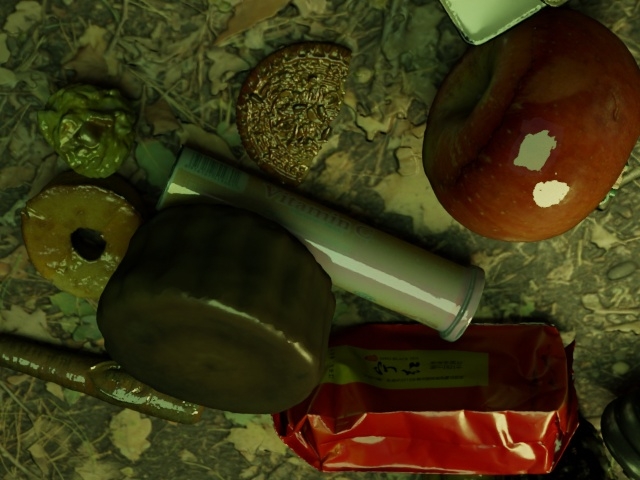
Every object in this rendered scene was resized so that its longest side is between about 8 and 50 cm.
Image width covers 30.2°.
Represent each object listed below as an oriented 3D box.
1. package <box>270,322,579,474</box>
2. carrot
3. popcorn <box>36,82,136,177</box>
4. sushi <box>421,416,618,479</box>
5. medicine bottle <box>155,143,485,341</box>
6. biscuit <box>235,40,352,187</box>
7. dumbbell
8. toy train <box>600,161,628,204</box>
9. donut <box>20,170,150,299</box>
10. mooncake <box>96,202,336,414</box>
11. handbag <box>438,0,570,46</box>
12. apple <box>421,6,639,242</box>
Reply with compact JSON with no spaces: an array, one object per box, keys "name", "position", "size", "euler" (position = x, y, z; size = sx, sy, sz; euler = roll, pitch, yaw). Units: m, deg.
[{"name":"package","position":[0.134,0.208,1.600],"size":[0.424,0.196,0.123],"euler":[-1,124,7]},{"name":"carrot","position":[-0.331,0.194,1.709],"size":[0.343,0.070,0.070],"euler":[17,122,-4]},{"name":"popcorn","position":[-0.282,-0.139,1.468],"size":[0.106,0.116,0.120],"euler":[-30,73,13]},{"name":"sushi","position":[0.296,0.436,1.659],"size":[0.285,0.328,0.327],"euler":[-15,127,10]},{"name":"medicine bottle","position":[0.000,0.000,1.538],"size":[0.426,0.108,0.108],"euler":[24,121,-8]},{"name":"biscuit","position":[-0.042,-0.162,1.480],"size":[0.126,0.025,0.206],"euler":[18,122,-6]},{"name":"dumbbell","position":[0.520,0.177,1.556],"size":[0.179,0.179,0.406],"euler":[23,122,-9]},{"name":"toy train","position":[0.328,-0.086,1.487],"size":[0.103,0.044,0.064],"euler":[15,119,-7]},{"name":"donut","position":[-0.302,-0.014,1.569],"size":[0.174,0.074,0.190],"euler":[-8,125,9]},{"name":"mooncake","position":[-0.125,0.088,1.479],"size":[0.291,0.161,0.290],"euler":[11,144,8]},{"name":"handbag","position":[0.164,-0.414,1.228],"size":[0.237,0.160,0.358],"euler":[-30,115,13]},{"name":"apple","position":[0.244,-0.125,1.347],"size":[0.206,0.251,0.271],"euler":[28,96,-16]}]
